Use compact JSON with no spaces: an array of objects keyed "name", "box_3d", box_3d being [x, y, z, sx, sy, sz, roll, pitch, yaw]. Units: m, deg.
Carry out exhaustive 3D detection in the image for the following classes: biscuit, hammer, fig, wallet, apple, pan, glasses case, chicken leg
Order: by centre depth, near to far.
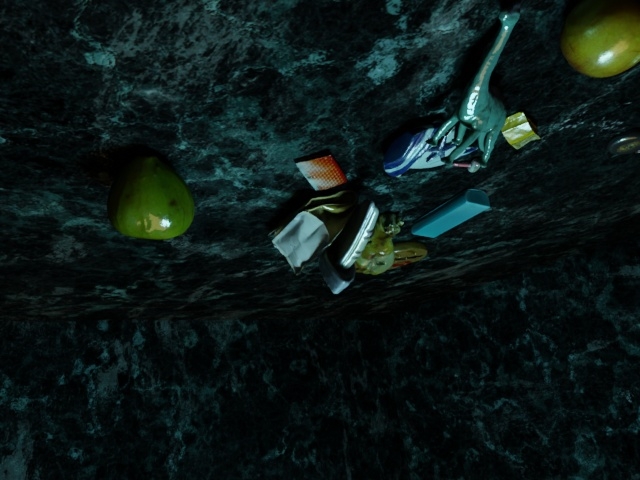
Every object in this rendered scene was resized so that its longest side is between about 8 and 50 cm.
[{"name":"apple","box_3d":[0.530,-0.379,0.874,0.163,0.146,0.147,-1,155,-18]},{"name":"fig","box_3d":[-0.407,-0.110,1.168,0.203,0.203,0.225,-2,120,-22]},{"name":"wallet","box_3d":[0.006,-0.190,1.348,0.103,0.020,0.196,-14,161,13]},{"name":"hammer","box_3d":[0.438,-0.228,1.449,0.083,0.031,0.052,4,157,-6]},{"name":"pan","box_3d":[0.970,-0.291,1.506,0.115,0.040,0.212,-19,159,41]},{"name":"glasses case","box_3d":[0.471,-0.098,1.785,0.117,0.070,0.301,8,157,-28]},{"name":"chicken leg","box_3d":[0.236,0.012,1.898,0.201,0.152,0.429,-18,156,-14]},{"name":"biscuit","box_3d":[0.316,0.092,2.260,0.367,0.063,0.314,-12,160,5]}]

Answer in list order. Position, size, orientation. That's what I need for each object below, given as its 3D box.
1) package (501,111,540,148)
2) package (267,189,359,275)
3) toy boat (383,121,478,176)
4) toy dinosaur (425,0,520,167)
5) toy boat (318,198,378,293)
[{"name":"package","box_3d":[0.528,-0.289,1.278,0.071,0.047,0.131,-19,161,34]},{"name":"package","box_3d":[-0.041,-0.052,1.583,0.165,0.221,0.311,37,150,-8]},{"name":"toy boat","box_3d":[0.303,-0.247,1.272,0.292,0.070,0.210,-14,162,-12]},{"name":"toy dinosaur","box_3d":[0.387,-0.328,1.063,0.383,0.129,0.331,-18,143,-50]},{"name":"toy boat","box_3d":[0.091,0.006,1.507,0.111,0.293,0.276,26,-173,-14]}]
